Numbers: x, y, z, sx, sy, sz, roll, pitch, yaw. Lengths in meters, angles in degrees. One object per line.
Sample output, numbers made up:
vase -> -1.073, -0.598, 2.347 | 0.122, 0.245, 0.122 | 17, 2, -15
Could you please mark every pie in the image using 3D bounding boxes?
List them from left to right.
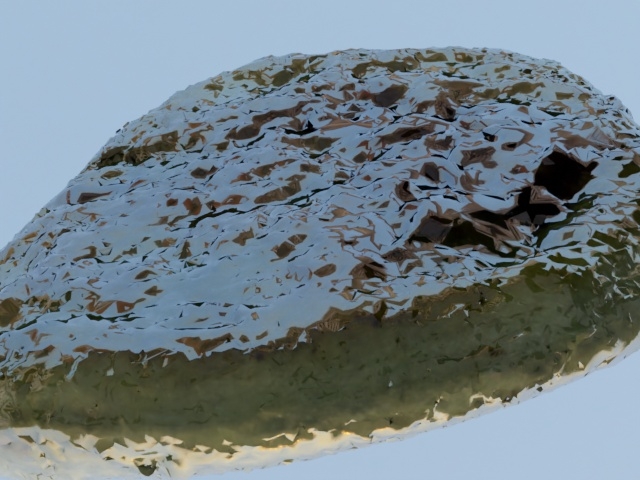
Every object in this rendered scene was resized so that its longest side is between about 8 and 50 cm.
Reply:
pie -> 0.000, 0.000, 0.728 | 0.323, 0.323, 0.071 | -22, -67, -20
